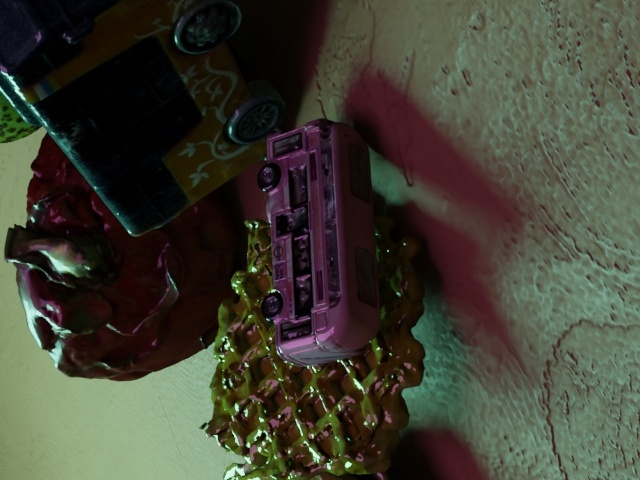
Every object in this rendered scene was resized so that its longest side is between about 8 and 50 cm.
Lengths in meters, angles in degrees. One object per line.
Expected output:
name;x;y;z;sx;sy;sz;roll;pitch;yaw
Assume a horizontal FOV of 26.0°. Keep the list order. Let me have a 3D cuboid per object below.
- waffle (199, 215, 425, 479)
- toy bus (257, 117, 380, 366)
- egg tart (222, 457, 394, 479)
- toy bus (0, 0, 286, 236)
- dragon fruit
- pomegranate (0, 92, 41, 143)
waffle;-0.007;0.088;1.204;0.254;0.052;0.245;1;80;46
toy bus;0.000;0.000;1.147;0.090;0.063;0.203;-17;66;31
egg tart;0.022;0.297;1.303;0.297;0.132;0.297;22;127;33
toy bus;-0.166;-0.158;1.165;0.162;0.194;0.323;55;177;27
dragon fruit;-0.184;0.025;1.371;0.152;0.205;0.317;-1;119;35
pomegranate;-0.406;-0.212;1.561;0.214;0.247;0.214;173;90;-73
